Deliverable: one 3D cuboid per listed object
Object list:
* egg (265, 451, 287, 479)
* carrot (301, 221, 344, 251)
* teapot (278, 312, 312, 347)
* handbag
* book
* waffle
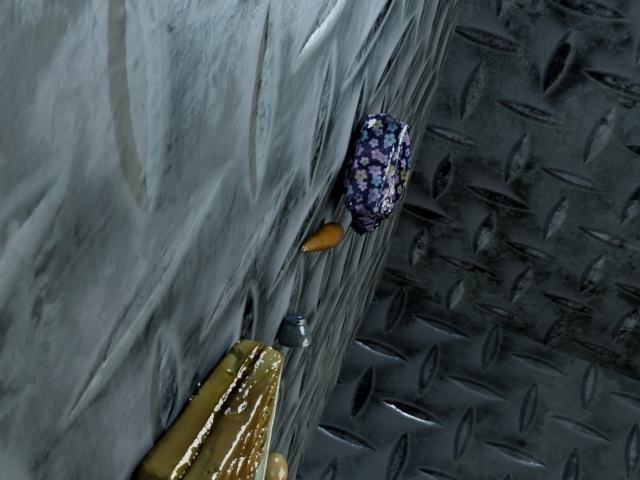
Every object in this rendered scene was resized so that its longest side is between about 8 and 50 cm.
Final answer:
[{"bbox_3d":[-0.119,0.570,2.113,0.080,0.080,0.096,-29,130,-78],"label":"egg"},{"bbox_3d":[0.000,0.000,1.601,0.216,0.048,0.048,-29,140,-70],"label":"carrot"},{"bbox_3d":[-0.050,0.172,1.652,0.088,0.066,0.057,-137,-132,-75],"label":"teapot"},{"bbox_3d":[0.112,-0.127,1.714,0.208,0.127,0.228,60,43,-79],"label":"handbag"},{"bbox_3d":[-0.117,0.441,1.660,0.262,0.028,0.374,100,-2,-50],"label":"book"},{"bbox_3d":[-0.145,0.297,1.140,0.327,0.098,0.224,-53,160,-60],"label":"waffle"}]
